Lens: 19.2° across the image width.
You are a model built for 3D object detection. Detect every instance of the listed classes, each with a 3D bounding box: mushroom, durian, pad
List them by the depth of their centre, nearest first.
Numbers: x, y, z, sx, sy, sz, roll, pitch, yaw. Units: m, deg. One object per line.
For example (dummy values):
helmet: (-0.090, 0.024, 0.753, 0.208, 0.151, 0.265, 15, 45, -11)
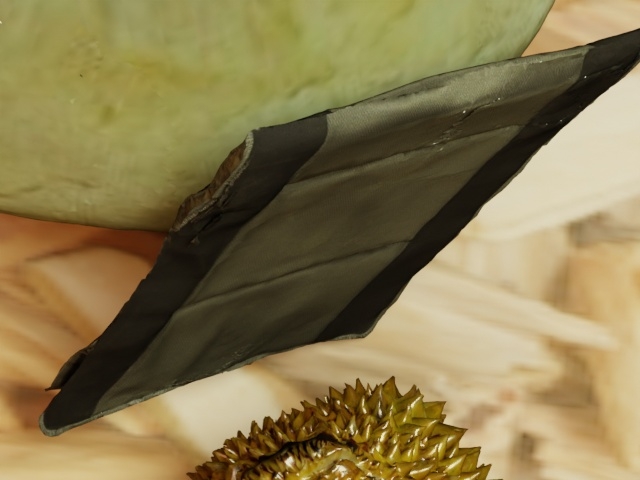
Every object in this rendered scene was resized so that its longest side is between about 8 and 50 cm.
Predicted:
pad: (0.000, -0.001, 0.686, 0.174, 0.233, 0.022, -17, 72, -31)
mushroom: (-0.071, -0.167, 0.695, 0.352, 0.260, 0.352, 0, 78, 0)
durian: (0.001, 0.126, 0.740, 0.137, 0.168, 0.158, 39, 65, 14)
